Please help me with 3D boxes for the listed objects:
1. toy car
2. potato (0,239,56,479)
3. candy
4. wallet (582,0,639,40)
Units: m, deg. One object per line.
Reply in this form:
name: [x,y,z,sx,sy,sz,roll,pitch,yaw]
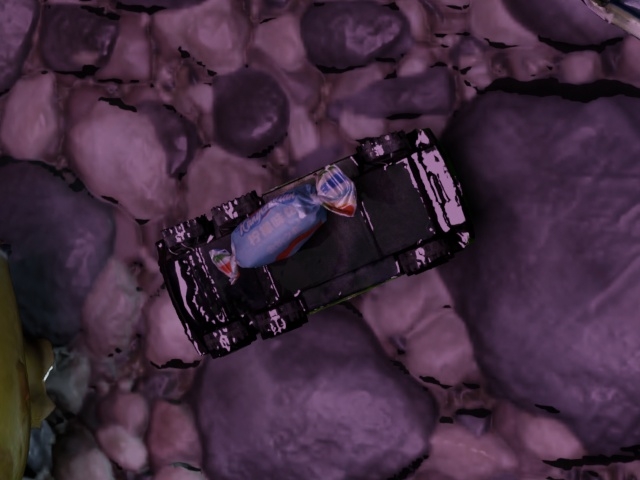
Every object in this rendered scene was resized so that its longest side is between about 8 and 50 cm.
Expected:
toy car: [0.000,0.000,0.908,0.165,0.062,0.071,-23,88,27]
potato: [-0.294,0.119,0.962,0.300,0.246,0.196,-14,78,22]
candy: [-0.016,-0.005,0.867,0.083,0.020,0.030,-38,80,25]
wallet: [0.185,-0.078,0.732,0.141,0.202,0.059,30,99,17]
